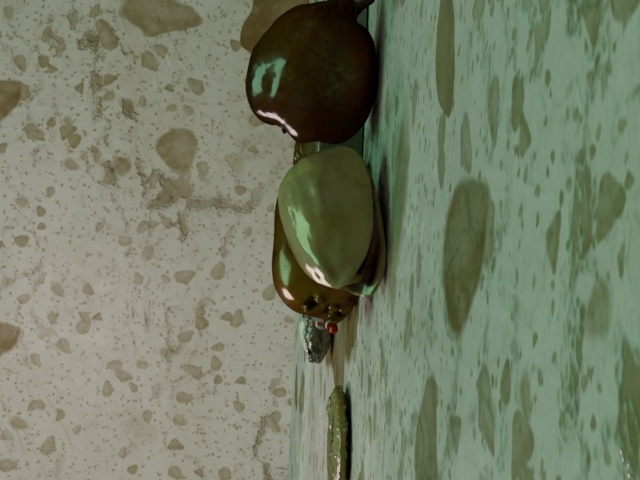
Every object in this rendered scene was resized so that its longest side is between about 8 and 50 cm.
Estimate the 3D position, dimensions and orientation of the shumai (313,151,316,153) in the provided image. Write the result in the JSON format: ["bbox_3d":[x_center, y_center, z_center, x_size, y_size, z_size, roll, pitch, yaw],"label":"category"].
[{"bbox_3d":[0.016,-0.177,2.219,0.083,0.082,0.081,34,124,57],"label":"shumai"}]

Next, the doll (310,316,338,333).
[{"bbox_3d":[0.013,0.105,2.093,0.245,0.076,0.143,141,132,-80],"label":"doll"}]

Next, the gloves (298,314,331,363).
[{"bbox_3d":[-0.008,0.188,2.369,0.114,0.070,0.153,-127,39,-74],"label":"gloves"}]

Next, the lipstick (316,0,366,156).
[{"bbox_3d":[0.035,-0.248,1.920,0.076,0.079,0.372,-152,65,-87],"label":"lipstick"}]

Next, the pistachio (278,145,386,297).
[{"bbox_3d":[0.026,-0.024,1.577,0.157,0.157,0.230,98,160,-57],"label":"pistachio"}]

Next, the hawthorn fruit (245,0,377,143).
[{"bbox_3d":[0.004,-0.275,1.725,0.248,0.208,0.208,-61,13,17],"label":"hawthorn fruit"}]

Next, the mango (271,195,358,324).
[{"bbox_3d":[0.000,0.000,1.772,0.201,0.152,0.287,92,178,-47],"label":"mango"}]

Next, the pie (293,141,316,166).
[{"bbox_3d":[-0.019,-0.154,2.589,0.308,0.085,0.309,3,-90,-89],"label":"pie"}]

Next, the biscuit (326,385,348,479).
[{"bbox_3d":[0.029,0.369,2.003,0.220,0.033,0.220,-179,90,-86],"label":"biscuit"}]
